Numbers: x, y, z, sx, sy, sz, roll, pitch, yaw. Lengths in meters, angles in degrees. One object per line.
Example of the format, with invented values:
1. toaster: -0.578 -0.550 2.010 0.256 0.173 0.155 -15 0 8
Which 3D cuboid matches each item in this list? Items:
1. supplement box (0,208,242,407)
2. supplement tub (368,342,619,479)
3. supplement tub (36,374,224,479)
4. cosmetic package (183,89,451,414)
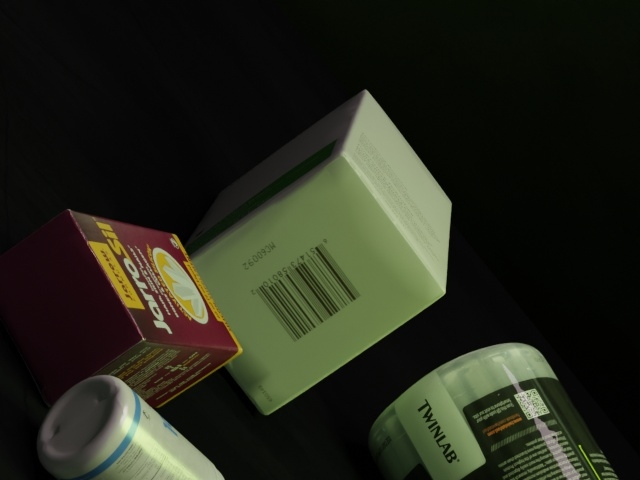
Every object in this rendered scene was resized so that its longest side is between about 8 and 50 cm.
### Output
1. supplement box: -0.138 0.050 1.263 0.104 0.080 0.188 59 12 13
2. supplement tub: 0.193 0.269 1.730 0.316 0.193 0.193 60 12 24
3. supplement tub: -0.114 0.137 1.139 0.107 0.071 0.071 47 14 -36
4. cosmetic package: 0.000 0.000 1.691 0.155 0.197 0.365 53 10 -8
